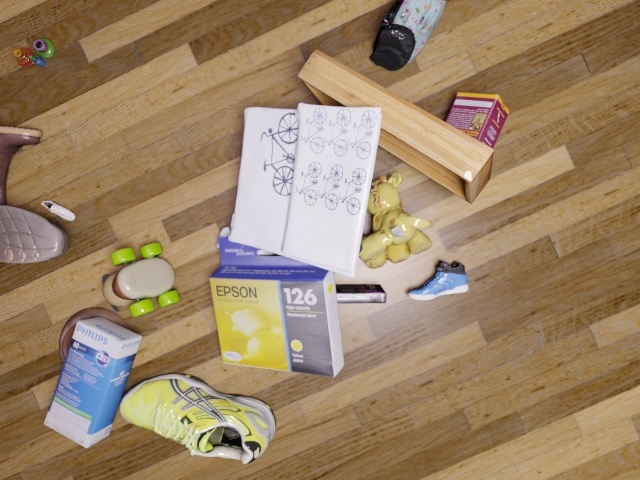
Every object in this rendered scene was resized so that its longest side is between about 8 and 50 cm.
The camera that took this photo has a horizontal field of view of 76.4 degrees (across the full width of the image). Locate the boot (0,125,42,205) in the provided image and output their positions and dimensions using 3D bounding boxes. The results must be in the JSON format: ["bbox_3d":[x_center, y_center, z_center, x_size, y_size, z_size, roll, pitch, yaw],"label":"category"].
[{"bbox_3d":[-0.804,-0.176,1.018,0.248,0.090,0.207,-4,104,0],"label":"boot"}]

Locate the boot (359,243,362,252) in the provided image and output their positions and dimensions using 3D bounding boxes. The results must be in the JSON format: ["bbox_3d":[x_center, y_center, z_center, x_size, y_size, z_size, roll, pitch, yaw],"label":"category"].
[{"bbox_3d":[0.000,0.000,0.984,0.246,0.083,0.161,-37,50,35],"label":"boot"}]

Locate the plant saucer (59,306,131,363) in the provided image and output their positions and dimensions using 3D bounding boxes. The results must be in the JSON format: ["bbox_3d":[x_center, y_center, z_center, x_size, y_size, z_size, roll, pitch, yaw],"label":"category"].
[{"bbox_3d":[-0.578,0.271,1.034,0.198,0.036,0.199,0,91,1],"label":"plant saucer"}]

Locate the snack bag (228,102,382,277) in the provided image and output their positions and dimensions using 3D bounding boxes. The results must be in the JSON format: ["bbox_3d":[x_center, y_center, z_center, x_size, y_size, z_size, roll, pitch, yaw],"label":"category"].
[{"bbox_3d":[-0.053,-0.119,0.839,0.342,0.037,0.324,15,102,30],"label":"snack bag"}]

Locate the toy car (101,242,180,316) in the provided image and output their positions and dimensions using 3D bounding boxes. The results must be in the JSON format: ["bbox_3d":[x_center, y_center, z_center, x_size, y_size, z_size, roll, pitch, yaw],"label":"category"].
[{"bbox_3d":[-0.468,0.113,1.002,0.188,0.148,0.155,-22,87,31],"label":"toy car"}]

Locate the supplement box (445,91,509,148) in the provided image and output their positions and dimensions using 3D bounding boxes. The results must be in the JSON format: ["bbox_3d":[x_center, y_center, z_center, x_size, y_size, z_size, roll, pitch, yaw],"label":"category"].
[{"bbox_3d":[0.343,-0.238,0.949,0.104,0.080,0.188,25,93,45],"label":"supplement box"}]

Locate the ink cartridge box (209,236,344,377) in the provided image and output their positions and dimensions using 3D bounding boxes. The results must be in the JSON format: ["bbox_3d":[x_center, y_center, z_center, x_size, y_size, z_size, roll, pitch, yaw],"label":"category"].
[{"bbox_3d":[-0.109,0.146,0.928,0.303,0.072,0.308,-1,105,25],"label":"ink cartridge box"}]

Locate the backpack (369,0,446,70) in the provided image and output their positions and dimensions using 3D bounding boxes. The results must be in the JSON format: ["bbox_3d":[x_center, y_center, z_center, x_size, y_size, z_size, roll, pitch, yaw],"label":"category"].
[{"bbox_3d":[0.206,-0.501,0.947,0.115,0.152,0.182,32,80,-5],"label":"backpack"}]

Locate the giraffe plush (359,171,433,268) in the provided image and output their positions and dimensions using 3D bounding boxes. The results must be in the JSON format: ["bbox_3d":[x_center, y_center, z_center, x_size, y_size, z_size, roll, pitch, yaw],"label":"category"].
[{"bbox_3d":[0.153,-0.056,0.951,0.181,0.210,0.171,-15,63,-3],"label":"giraffe plush"}]

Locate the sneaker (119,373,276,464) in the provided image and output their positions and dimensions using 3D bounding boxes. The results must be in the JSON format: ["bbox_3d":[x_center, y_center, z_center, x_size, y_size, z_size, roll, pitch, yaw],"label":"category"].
[{"bbox_3d":[-0.302,0.425,0.975,0.383,0.147,0.145,8,94,4],"label":"sneaker"}]

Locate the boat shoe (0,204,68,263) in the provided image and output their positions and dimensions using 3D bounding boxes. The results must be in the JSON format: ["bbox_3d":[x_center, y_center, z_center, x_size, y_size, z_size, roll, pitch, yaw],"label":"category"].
[{"bbox_3d":[-0.762,-0.020,0.985,0.354,0.130,0.133,9,89,7],"label":"boat shoe"}]

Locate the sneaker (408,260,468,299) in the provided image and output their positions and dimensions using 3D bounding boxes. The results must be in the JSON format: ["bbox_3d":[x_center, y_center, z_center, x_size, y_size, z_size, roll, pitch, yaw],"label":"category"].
[{"bbox_3d":[0.283,0.093,0.992,0.151,0.058,0.085,-10,97,-2],"label":"sneaker"}]

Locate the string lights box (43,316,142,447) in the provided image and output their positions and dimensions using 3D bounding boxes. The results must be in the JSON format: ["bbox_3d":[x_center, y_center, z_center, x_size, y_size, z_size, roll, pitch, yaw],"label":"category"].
[{"bbox_3d":[-0.539,0.330,0.966,0.133,0.076,0.260,20,92,13],"label":"string lights box"}]

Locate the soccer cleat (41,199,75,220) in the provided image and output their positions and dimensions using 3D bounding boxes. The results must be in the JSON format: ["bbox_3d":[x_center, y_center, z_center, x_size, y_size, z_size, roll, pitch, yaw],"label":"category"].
[{"bbox_3d":[-0.660,-0.075,1.025,0.083,0.035,0.029,33,92,1],"label":"soccer cleat"}]

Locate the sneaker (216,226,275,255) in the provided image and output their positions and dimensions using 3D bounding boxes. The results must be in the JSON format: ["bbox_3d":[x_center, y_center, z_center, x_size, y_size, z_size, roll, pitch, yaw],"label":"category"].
[{"bbox_3d":[-0.180,0.004,1.006,0.152,0.054,0.061,12,89,2],"label":"sneaker"}]

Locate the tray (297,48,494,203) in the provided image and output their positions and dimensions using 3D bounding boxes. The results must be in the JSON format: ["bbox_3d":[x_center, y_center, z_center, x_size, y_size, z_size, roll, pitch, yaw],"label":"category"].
[{"bbox_3d":[0.159,-0.235,0.849,0.410,0.202,0.076,37,97,20],"label":"tray"}]

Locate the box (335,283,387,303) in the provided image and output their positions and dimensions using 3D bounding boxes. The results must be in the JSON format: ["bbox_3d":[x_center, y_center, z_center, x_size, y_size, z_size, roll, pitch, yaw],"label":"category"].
[{"bbox_3d":[0.071,0.127,0.971,0.161,0.116,0.029,-2,94,2],"label":"box"}]

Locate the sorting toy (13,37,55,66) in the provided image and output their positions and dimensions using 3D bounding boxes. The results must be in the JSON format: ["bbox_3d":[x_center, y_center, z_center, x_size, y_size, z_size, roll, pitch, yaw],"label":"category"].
[{"bbox_3d":[-0.717,-0.468,1.012,0.101,0.042,0.061,-30,91,2],"label":"sorting toy"}]
